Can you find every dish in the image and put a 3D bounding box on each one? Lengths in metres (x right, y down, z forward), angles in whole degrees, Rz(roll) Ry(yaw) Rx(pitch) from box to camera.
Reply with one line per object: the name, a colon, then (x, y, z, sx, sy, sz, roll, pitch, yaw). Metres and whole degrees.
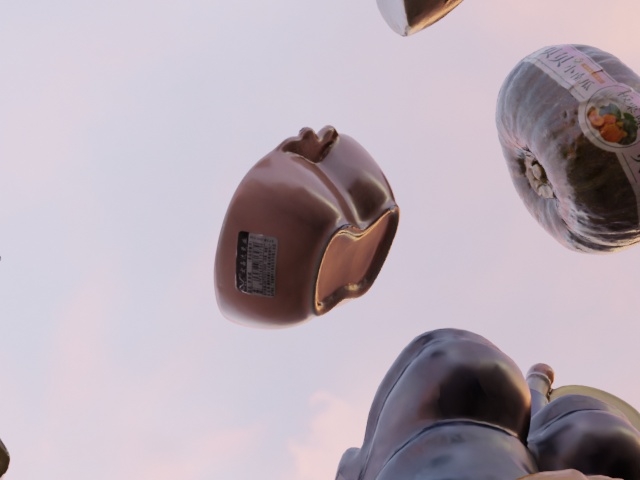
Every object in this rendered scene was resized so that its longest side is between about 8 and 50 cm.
dish: (0.000, 0.000, 1.275, 0.213, 0.090, 0.213, -42, -32, -34)

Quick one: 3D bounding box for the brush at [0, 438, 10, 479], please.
brush: (-0.305, 0.115, 0.922, 0.123, 0.197, 0.059, -29, -22, -31)

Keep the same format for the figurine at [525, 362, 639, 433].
figurine: (0.194, 0.257, 1.275, 0.158, 0.161, 0.275, -2, -55, -35)

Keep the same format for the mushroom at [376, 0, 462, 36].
mushroom: (0.103, -0.242, 0.996, 0.225, 0.093, 0.116, -46, -25, -25)

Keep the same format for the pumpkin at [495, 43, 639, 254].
pumpkin: (0.330, -0.111, 1.652, 0.189, 0.260, 0.260, -25, -38, -11)

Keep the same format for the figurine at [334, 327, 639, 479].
figurine: (0.100, 0.163, 0.362, 0.185, 0.332, 0.204, 26, -92, -28)
